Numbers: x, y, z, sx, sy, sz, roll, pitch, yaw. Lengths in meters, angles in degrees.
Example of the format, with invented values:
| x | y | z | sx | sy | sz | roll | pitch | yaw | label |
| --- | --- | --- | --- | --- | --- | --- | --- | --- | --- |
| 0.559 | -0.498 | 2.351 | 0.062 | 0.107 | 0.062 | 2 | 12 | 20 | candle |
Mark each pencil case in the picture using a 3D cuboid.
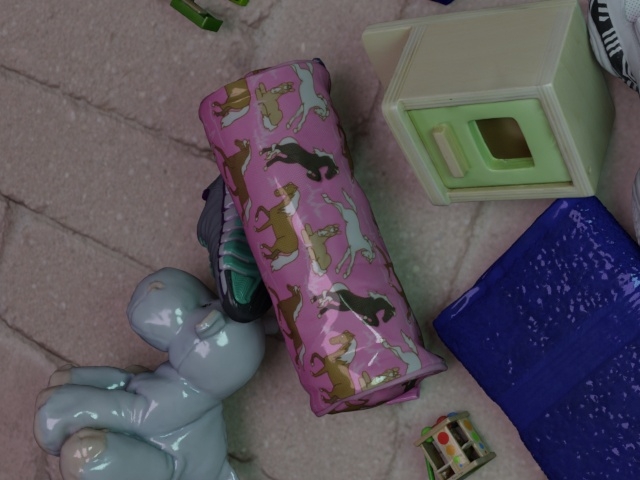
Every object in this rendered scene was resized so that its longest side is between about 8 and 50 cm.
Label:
| x | y | z | sx | sy | sz | roll | pitch | yaw | label |
| --- | --- | --- | --- | --- | --- | --- | --- | --- | --- |
| 0.000 | 0.000 | 1.261 | 0.160 | 0.167 | 0.386 | -38 | 70 | 56 | pencil case |

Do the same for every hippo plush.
| x | y | z | sx | sy | sz | roll | pitch | yaw | label |
| --- | --- | --- | --- | --- | --- | --- | --- | --- | --- |
| -0.175 | 0.165 | 1.336 | 0.294 | 0.234 | 0.237 | 35 | 109 | 27 | hippo plush |

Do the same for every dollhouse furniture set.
| x | y | z | sx | sy | sz | roll | pitch | yaw | label |
| --- | --- | --- | --- | --- | --- | --- | --- | --- | --- |
| -0.112 | -0.325 | 1.379 | 0.058 | 0.076 | 0.152 | 40 | 111 | 24 | dollhouse furniture set |

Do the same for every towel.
| x | y | z | sx | sy | sz | roll | pitch | yaw | label |
| --- | --- | --- | --- | --- | --- | --- | --- | --- | --- |
| 0.279 | 0.127 | 1.157 | 0.228 | 0.076 | 0.308 | -47 | 68 | 29 | towel |

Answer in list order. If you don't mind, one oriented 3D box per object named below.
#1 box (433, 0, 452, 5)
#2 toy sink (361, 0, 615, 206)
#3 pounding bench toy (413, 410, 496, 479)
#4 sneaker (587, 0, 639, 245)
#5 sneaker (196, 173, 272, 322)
| x | y | z | sx | sy | sz | roll | pitch | yaw | label |
| --- | --- | --- | --- | --- | --- | --- | --- | --- | --- |
| 0.142 | -0.339 | 1.225 | 0.137 | 0.072 | 0.126 | -32 | 75 | 27 | box |
| 0.149 | -0.128 | 1.151 | 0.234 | 0.153 | 0.131 | 0 | 50 | 31 | toy sink |
| 0.131 | 0.229 | 1.255 | 0.083 | 0.052 | 0.065 | -42 | 70 | 25 | pounding bench toy |
| 0.348 | -0.140 | 1.012 | 0.137 | 0.210 | 0.366 | -9 | 90 | -13 | sneaker |
| -0.101 | 0.011 | 1.354 | 0.098 | 0.083 | 0.224 | -36 | 40 | 38 | sneaker |
